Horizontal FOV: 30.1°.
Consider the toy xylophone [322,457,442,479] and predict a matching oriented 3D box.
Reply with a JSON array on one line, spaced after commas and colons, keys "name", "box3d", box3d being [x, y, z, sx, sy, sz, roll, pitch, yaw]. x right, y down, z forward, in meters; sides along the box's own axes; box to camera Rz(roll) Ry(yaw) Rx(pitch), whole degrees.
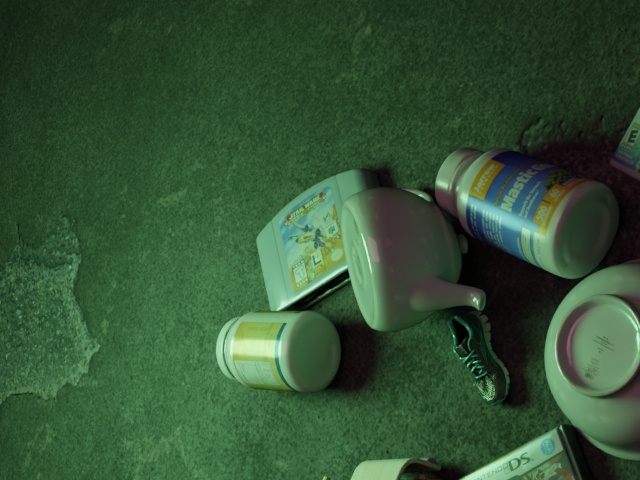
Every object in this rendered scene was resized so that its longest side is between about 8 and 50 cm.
[{"name": "toy xylophone", "box3d": [0.064, 0.471, 1.879, 0.236, 0.081, 0.323, -6, 50, 56]}]

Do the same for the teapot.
[{"name": "teapot", "box3d": [0.147, 0.019, 1.938, 0.252, 0.187, 0.256, 122, 134, -78]}]

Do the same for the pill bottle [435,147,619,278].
[{"name": "pill bottle", "box3d": [0.307, -0.055, 1.828, 0.272, 0.152, 0.152, 27, 97, 45]}]

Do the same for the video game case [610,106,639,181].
[{"name": "video game case", "box3d": [0.561, -0.185, 1.625, 0.300, 0.036, 0.329, -63, 25, 10]}]

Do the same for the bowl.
[{"name": "bowl", "box3d": [0.423, 0.155, 1.665, 0.298, 0.134, 0.298, -16, 66, 41]}]

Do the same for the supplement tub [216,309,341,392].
[{"name": "supplement tub", "box3d": [-0.077, 0.198, 2.139, 0.199, 0.144, 0.144, -3, 76, 45]}]

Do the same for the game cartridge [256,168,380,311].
[{"name": "game cartridge", "box3d": [0.000, 0.000, 2.190, 0.297, 0.062, 0.198, -34, 60, 33]}]

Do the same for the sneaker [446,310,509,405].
[{"name": "sneaker", "box3d": [0.241, 0.184, 1.876, 0.065, 0.076, 0.166, -40, 53, 31]}]

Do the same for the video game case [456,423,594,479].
[{"name": "video game case", "box3d": [0.314, 0.447, 1.755, 0.248, 0.035, 0.275, -36, 55, 32]}]
